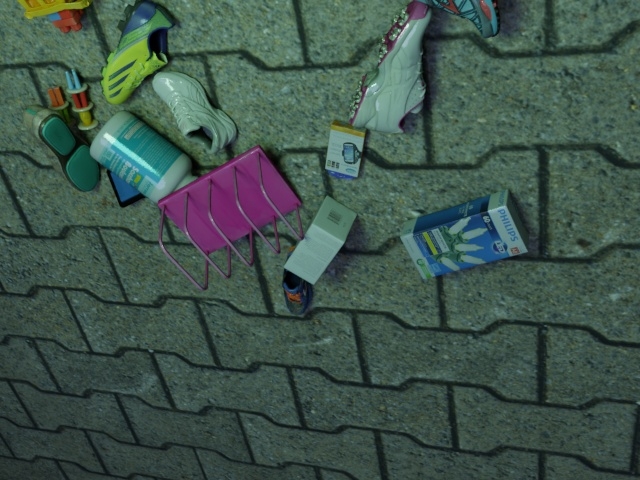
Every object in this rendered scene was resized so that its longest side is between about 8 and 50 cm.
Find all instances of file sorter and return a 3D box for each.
[{"bbox_3d":[-0.209,-0.041,1.562,0.290,0.182,0.202,-27,129,13],"label":"file sorter"}]

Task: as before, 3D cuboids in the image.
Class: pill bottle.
[{"bbox_3d":[-0.423,-0.190,1.639,0.264,0.146,0.146,37,130,-8],"label":"pill bottle"}]

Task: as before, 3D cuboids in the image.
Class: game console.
[{"bbox_3d":[-0.484,-0.151,1.741,0.107,0.071,0.122,3,127,20],"label":"game console"}]

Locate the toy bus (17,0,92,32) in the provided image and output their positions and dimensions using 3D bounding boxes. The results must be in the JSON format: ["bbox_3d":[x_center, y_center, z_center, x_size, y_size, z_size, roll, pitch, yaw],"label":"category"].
[{"bbox_3d":[-0.561,-0.558,1.428,0.220,0.149,0.211,-5,136,21],"label":"toy bus"}]

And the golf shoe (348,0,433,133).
[{"bbox_3d":[0.167,-0.341,1.337,0.140,0.115,0.306,21,137,-9],"label":"golf shoe"}]

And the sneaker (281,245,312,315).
[{"bbox_3d":[-0.073,0.120,1.778,0.083,0.087,0.221,9,128,15],"label":"sneaker"}]

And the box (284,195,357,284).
[{"bbox_3d":[0.000,0.000,1.631,0.091,0.130,0.170,31,131,-4],"label":"box"}]

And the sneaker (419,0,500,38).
[{"bbox_3d":[0.230,-0.464,1.192,0.125,0.104,0.262,-26,124,28],"label":"sneaker"}]

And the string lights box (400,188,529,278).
[{"bbox_3d":[0.333,-0.011,1.530,0.259,0.077,0.133,-18,116,31],"label":"string lights box"}]

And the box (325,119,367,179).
[{"bbox_3d":[0.058,-0.204,1.523,0.081,0.028,0.136,16,132,9],"label":"box"}]

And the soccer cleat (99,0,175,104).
[{"bbox_3d":[-0.417,-0.408,1.508,0.121,0.093,0.289,31,130,-7],"label":"soccer cleat"}]

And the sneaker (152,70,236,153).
[{"bbox_3d":[-0.302,-0.295,1.533,0.232,0.115,0.090,41,129,-12],"label":"sneaker"}]

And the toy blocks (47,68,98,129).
[{"bbox_3d":[-0.631,-0.356,1.654,0.123,0.054,0.148,6,127,16],"label":"toy blocks"}]

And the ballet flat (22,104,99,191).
[{"bbox_3d":[-0.662,-0.240,1.688,0.106,0.107,0.316,28,156,17],"label":"ballet flat"}]
